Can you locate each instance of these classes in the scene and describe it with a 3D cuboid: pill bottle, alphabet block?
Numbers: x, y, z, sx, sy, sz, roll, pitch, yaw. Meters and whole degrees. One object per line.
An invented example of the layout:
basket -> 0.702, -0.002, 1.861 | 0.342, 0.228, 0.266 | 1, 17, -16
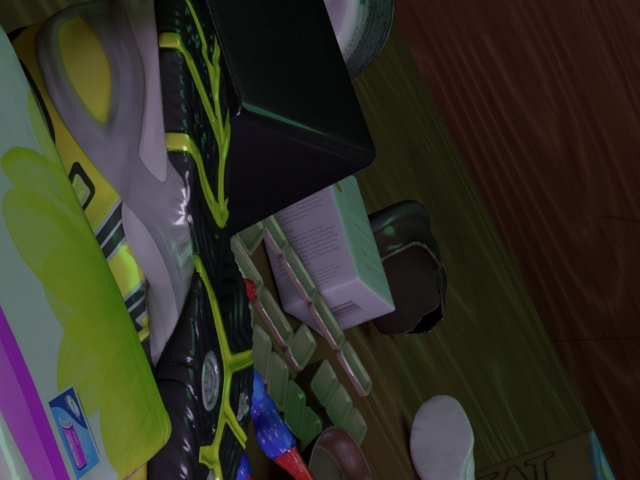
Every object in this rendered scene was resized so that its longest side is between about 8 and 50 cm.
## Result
pill bottle -> -0.026, -0.272, 1.749 | 0.204, 0.204, 0.361 | 67, 14, -1
alphabet block -> 0.303, 0.394, 1.986 | 0.193, 0.197, 0.192 | -72, 139, -70

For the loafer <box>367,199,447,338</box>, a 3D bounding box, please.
loafer -> 0.101, 0.045, 1.886 | 0.130, 0.134, 0.366 | 71, 14, 15

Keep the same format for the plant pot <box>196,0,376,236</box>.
plant pot -> -0.092, -0.128, 1.337 | 0.167, 0.187, 0.188 | 14, 54, -59

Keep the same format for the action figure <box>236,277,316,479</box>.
action figure -> -0.077, 0.085, 1.140 | 0.280, 0.091, 0.139 | 54, 19, -3

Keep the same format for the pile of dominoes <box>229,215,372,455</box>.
pile of dominoes -> -0.038, 0.105, 1.467 | 0.251, 0.040, 0.196 | 59, 26, -14

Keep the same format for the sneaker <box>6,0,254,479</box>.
sneaker -> -0.133, 0.032, 1.010 | 0.145, 0.147, 0.384 | 9, 78, -78

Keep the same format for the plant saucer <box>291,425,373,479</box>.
plant saucer -> 0.011, 0.251, 1.361 | 0.168, 0.029, 0.168 | -10, 90, -67

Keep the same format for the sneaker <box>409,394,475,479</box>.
sneaker -> 0.160, 0.299, 1.875 | 0.094, 0.080, 0.212 | 67, 13, -65

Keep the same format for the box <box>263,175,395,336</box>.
box -> 0.000, 0.000, 1.654 | 0.130, 0.091, 0.170 | 40, 30, -62

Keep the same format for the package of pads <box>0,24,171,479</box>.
package of pads -> -0.198, 0.017, 0.818 | 0.229, 0.101, 0.296 | -34, 102, -76
